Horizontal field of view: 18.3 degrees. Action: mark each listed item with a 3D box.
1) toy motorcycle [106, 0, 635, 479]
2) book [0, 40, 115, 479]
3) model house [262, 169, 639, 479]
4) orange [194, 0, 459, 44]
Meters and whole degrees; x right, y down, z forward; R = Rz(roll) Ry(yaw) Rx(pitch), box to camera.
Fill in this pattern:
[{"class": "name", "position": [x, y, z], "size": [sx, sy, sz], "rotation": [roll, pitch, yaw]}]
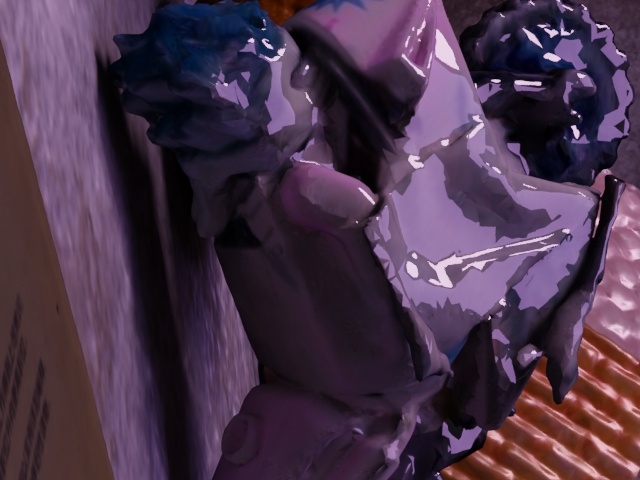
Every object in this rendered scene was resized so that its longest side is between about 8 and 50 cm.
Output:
[{"class": "toy motorcycle", "position": [-0.003, 0.000, 0.682], "size": [0.204, 0.108, 0.239], "rotation": [29, 66, -32]}, {"class": "book", "position": [-0.070, 0.017, 0.339], "size": [0.161, 0.026, 0.231], "rotation": [-92, 174, -57]}, {"class": "model house", "position": [0.062, 0.089, 1.087], "size": [0.237, 0.202, 0.237], "rotation": [-55, 178, 38]}, {"class": "orange", "position": [0.001, -0.052, 0.799], "size": [0.135, 0.118, 0.135], "rotation": [-4, 90, -80]}]
